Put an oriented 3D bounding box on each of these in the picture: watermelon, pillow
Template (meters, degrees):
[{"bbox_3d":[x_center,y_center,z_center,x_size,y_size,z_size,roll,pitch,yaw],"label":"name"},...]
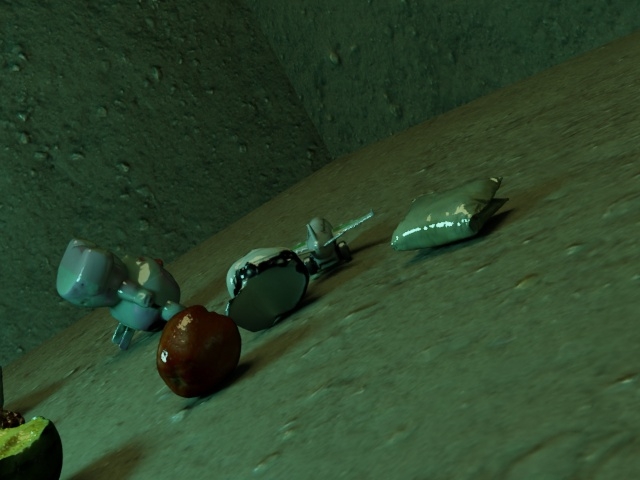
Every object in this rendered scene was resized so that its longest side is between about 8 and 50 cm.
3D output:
[{"bbox_3d":[-0.452,0.345,1.136,0.204,0.127,0.232,-22,9,37],"label":"watermelon"},{"bbox_3d":[0.213,-0.038,1.359,0.181,0.078,0.134,-17,17,42],"label":"pillow"}]

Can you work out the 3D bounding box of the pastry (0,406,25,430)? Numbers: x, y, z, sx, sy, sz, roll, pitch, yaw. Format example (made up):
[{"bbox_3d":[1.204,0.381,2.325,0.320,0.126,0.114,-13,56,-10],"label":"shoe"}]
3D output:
[{"bbox_3d":[-0.688,0.407,1.642,0.208,0.115,0.097,-26,21,8],"label":"pastry"}]

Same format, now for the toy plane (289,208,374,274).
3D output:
[{"bbox_3d":[0.002,0.005,1.706,0.251,0.101,0.255,-24,3,6],"label":"toy plane"}]

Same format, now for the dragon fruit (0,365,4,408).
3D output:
[{"bbox_3d":[-0.871,0.410,1.962,0.221,0.204,0.283,-3,-20,-23],"label":"dragon fruit"}]

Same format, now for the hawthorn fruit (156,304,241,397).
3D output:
[{"bbox_3d":[-0.193,0.175,1.290,0.132,0.133,0.138,-22,36,39],"label":"hawthorn fruit"}]

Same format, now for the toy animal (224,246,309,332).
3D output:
[{"bbox_3d":[-0.109,0.078,1.528,0.165,0.138,0.179,-14,11,-9],"label":"toy animal"}]

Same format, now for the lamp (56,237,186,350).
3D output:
[{"bbox_3d":[-0.504,0.141,2.070,0.247,0.301,0.248,14,81,53],"label":"lamp"}]
